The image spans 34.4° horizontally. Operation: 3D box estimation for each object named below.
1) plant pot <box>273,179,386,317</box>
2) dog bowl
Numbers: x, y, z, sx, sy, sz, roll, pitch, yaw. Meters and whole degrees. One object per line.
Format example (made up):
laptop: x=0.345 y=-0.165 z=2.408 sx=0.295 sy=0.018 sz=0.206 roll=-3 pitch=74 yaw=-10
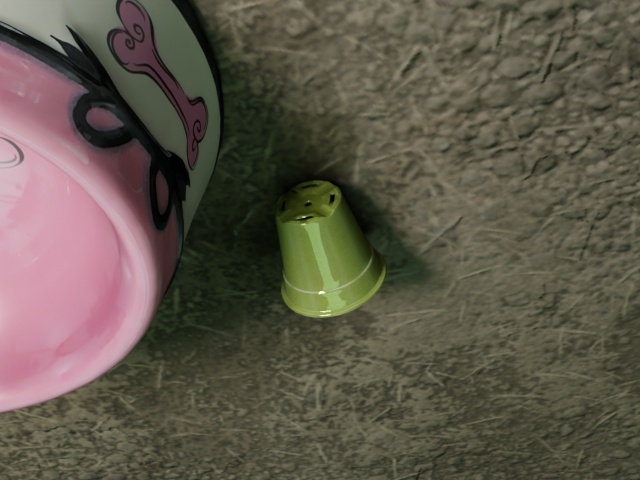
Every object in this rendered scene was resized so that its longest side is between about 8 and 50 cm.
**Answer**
plant pot: x=0.000 y=0.000 z=0.767 sx=0.083 sy=0.083 sz=0.079 roll=-12 pitch=128 yaw=10
dog bowl: x=-0.264 y=-0.033 z=0.639 sx=0.408 sy=0.150 sz=0.408 roll=-2 pitch=141 yaw=-2
